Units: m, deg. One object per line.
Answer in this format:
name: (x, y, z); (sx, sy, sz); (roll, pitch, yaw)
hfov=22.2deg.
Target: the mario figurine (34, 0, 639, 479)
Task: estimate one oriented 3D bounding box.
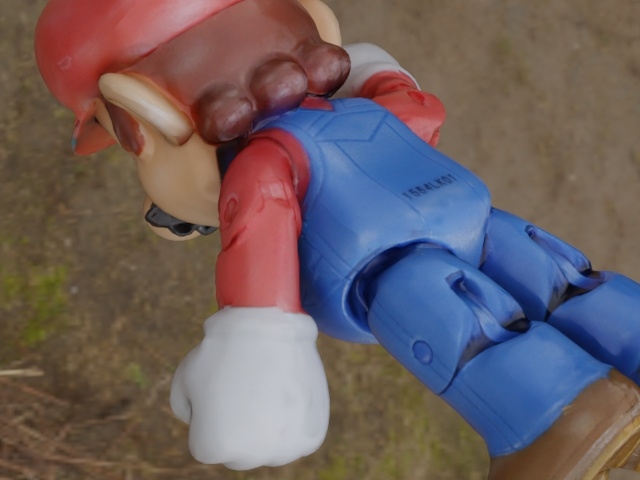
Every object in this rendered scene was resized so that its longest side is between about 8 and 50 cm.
mario figurine: (0.000, 0.000, 0.683); (0.170, 0.320, 0.198); (-49, 160, 4)
